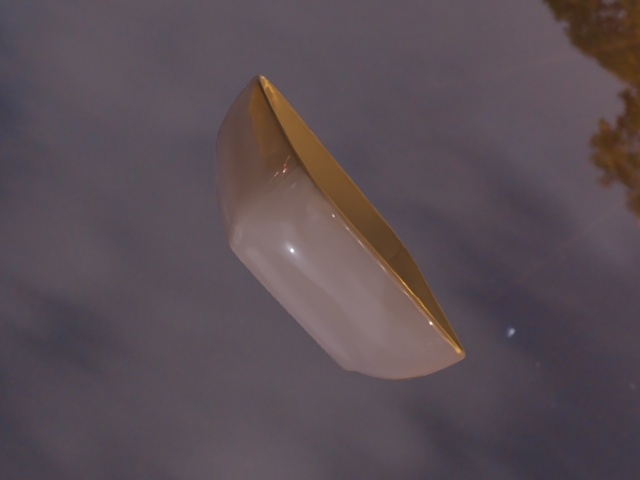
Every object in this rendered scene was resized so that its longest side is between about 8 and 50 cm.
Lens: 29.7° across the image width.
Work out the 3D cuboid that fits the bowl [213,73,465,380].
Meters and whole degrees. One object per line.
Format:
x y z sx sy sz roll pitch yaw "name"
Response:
0.000 0.000 0.576 0.142 0.053 0.142 47 -171 -26 "bowl"
